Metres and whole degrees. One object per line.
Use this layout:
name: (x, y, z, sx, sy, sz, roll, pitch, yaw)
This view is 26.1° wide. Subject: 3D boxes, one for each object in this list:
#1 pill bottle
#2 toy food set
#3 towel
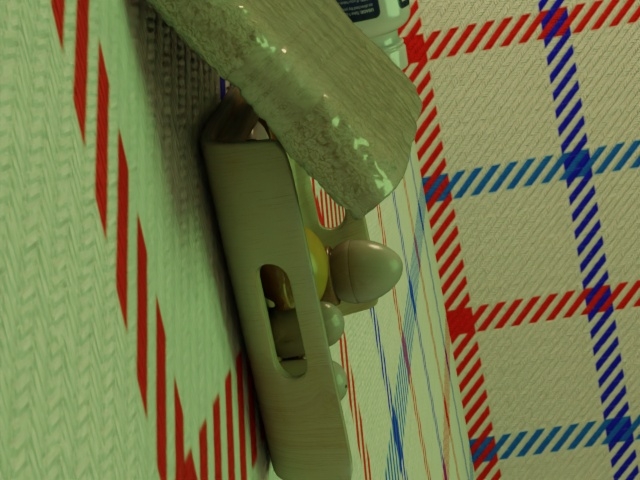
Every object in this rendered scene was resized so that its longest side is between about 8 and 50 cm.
pill bottle: (0.038, -0.273, 1.500, 0.112, 0.112, 0.187, -77, 156, -71)
toy food set: (0.000, 0.000, 0.943, 0.306, 0.092, 0.220, -78, 157, -71)
towel: (-0.019, -0.117, 0.837, 0.187, 0.049, 0.282, 45, 16, -6)
